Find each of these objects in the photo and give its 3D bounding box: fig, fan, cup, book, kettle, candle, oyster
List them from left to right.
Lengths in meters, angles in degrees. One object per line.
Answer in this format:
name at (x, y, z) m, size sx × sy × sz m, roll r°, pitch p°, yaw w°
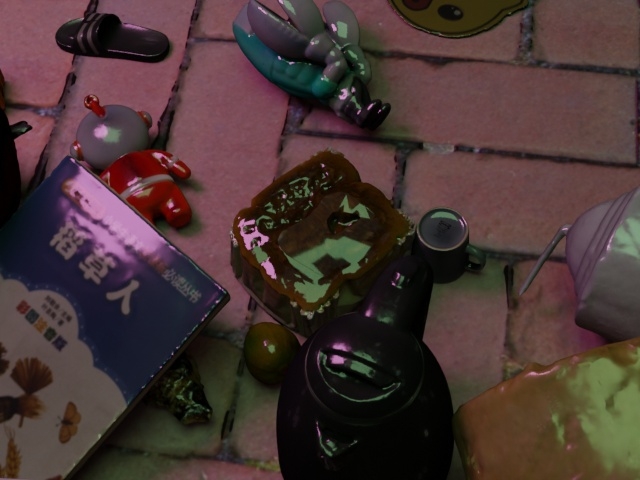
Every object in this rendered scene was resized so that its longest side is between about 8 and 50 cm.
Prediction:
book at (-0.350, 0.136, 1.303) m, size 0.300 × 0.039 × 0.428 m, roll 38°, pitch 84°, yaw 22°
oyster at (-0.244, 0.102, 1.367) m, size 0.129 × 0.078 × 0.345 m, roll -30°, pitch 59°, yaw -24°
fig at (-0.064, 0.135, 1.333) m, size 0.074 × 0.074 × 0.088 m, roll -26°, pitch 43°, yaw -12°
kettle at (0.058, 0.155, 1.188) m, size 0.207 × 0.290 × 0.268 m, roll 18°, pitch 61°, yaw 15°
fan at (0.169, -0.423, 1.688) m, size 0.335 × 0.011 × 0.229 m, roll 22°, pitch 63°, yaw 13°
cup at (0.168, 0.008, 1.392) m, size 0.100 × 0.077 × 0.078 m, roll 20°, pitch 62°, yaw 14°
candle at (0.433, 0.048, 1.274) m, size 0.343 × 0.221 × 0.221 m, roll 28°, pitch 64°, yaw 18°

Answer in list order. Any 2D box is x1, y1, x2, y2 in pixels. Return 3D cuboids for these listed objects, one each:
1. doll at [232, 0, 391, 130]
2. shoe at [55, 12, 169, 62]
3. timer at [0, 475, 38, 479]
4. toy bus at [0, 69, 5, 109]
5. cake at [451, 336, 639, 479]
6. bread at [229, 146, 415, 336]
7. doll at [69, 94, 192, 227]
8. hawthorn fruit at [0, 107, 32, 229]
doll at (-0.001, -0.272, 1.547) m, size 0.258 × 0.195 × 0.153 m, roll 35°, pitch 101°, yaw -6°
shoe at (-0.319, -0.317, 1.628) m, size 0.179 × 0.049 × 0.071 m, roll 11°, pitch 60°, yaw 10°
timer at (-0.370, 0.387, 1.160) m, size 0.237 × 0.087 × 0.261 m, roll 1°, pitch 73°, yaw 8°
toy bus at (-0.565, -0.219, 1.562) m, size 0.195 × 0.083 × 0.088 m, roll -13°, pitch 60°, yaw -5°
cake at (0.317, 0.289, 1.083) m, size 0.333 × 0.332 × 0.321 m, roll -13°, pitch 67°, yaw -5°
bread at (-0.001, 0.001, 1.387) m, size 0.210 × 0.109 × 0.192 m, roll -38°, pitch 66°, yaw -18°
doll at (-0.271, -0.109, 1.488) m, size 0.142 × 0.076 × 0.245 m, roll -28°, pitch 65°, yaw -14°
hawthorn fruit at (-0.529, -0.089, 1.356) m, size 0.316 × 0.316 × 0.315 m, roll -1°, pitch 59°, yaw 2°
